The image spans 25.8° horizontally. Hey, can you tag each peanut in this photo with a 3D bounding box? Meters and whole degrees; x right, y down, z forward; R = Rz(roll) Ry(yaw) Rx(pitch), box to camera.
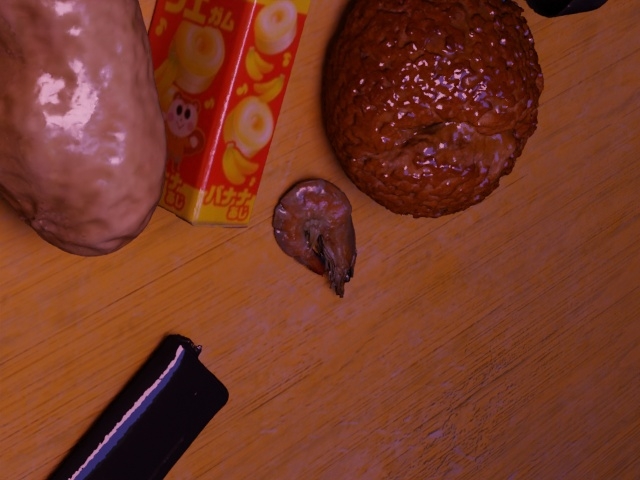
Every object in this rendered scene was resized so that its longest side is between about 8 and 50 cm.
[{"bbox_3d":[-0.253,-0.159,1.296,0.192,0.169,0.387,-27,123,-28],"label":"peanut"}]

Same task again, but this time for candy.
[{"bbox_3d":[-0.113,-0.163,1.448,0.088,0.146,0.276,3,106,-47],"label":"candy"}]

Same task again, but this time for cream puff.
[{"bbox_3d":[0.148,-0.167,1.654,0.303,0.212,0.303,-27,131,-35],"label":"cream puff"}]

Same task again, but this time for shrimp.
[{"bbox_3d":[0.000,0.000,1.719,0.101,0.042,0.190,-28,130,-7],"label":"shrimp"}]

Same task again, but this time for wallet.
[{"bbox_3d":[-0.206,0.232,1.625,0.250,0.044,0.149,-50,140,-15],"label":"wallet"}]

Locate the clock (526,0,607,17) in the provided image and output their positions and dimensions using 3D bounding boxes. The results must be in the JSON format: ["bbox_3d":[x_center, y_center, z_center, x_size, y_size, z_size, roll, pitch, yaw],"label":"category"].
[{"bbox_3d":[0.287,-0.398,1.629,0.055,0.280,0.280,-5,116,-13],"label":"clock"}]
